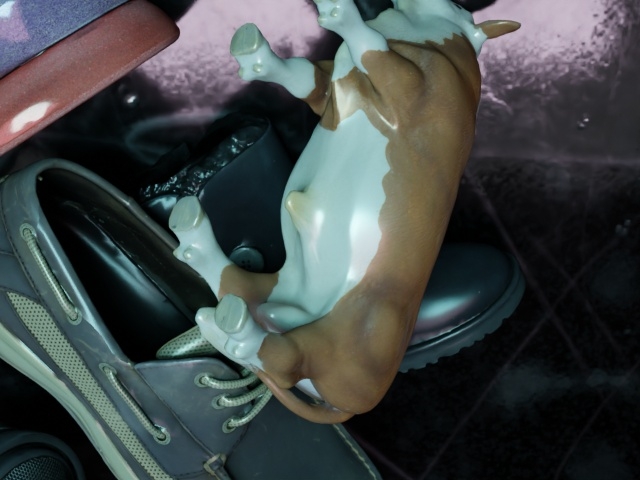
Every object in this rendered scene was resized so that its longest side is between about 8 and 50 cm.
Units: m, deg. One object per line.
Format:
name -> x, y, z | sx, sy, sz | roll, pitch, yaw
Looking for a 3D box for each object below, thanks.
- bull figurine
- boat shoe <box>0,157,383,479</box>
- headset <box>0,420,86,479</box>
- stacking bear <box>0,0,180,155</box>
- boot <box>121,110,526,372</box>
bull figurine -> 0.022, -0.047, 0.575 | 0.188, 0.101, 0.311 | 24, 75, -46
boat shoe -> -0.087, 0.087, 0.627 | 0.355, 0.132, 0.130 | 40, 138, -10
headset -> -0.307, 0.184, 0.700 | 0.243, 0.185, 0.394 | 27, 134, 15
stacking bear -> -0.227, -0.203, 0.567 | 0.164, 0.175, 0.289 | -29, 105, 16
boot -> 0.000, 0.000, 0.690 | 0.246, 0.094, 0.207 | -20, 118, 17
